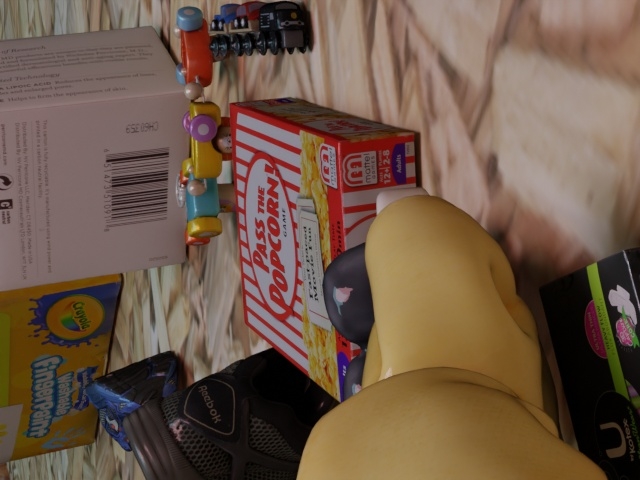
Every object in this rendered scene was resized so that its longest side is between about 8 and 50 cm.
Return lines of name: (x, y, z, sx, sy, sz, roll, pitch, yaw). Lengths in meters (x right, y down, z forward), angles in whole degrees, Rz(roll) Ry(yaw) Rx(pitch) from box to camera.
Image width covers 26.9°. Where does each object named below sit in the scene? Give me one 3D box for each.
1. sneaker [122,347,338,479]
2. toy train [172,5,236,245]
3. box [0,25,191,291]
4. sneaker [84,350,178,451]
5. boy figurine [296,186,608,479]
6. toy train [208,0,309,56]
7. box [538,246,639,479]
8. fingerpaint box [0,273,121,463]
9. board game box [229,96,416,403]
sneaker: (-0.026, 0.142, 0.868, 0.087, 0.130, 0.227, 61, 180, 35)
toy train: (-0.079, -0.079, 0.972, 0.125, 0.046, 0.166, -107, 17, -51)
box: (-0.212, -0.071, 1.137, 0.119, 0.182, 0.181, -122, 30, -48)
sneaker: (-0.173, 0.162, 1.308, 0.087, 0.083, 0.221, 67, 165, 2)
boy figurine: (0.043, 0.073, 0.473, 0.285, 0.092, 0.177, -72, -28, -79)
toy train: (-0.043, -0.137, 0.864, 0.158, 0.027, 0.036, -162, 69, -68)
box: (0.117, 0.045, 0.444, 0.062, 0.052, 0.083, 140, 118, -67)
fingerpaint box: (-0.455, 0.127, 1.625, 0.444, 0.371, 0.163, 110, 145, -55)
board game box: (0.000, 0.000, 0.768, 0.193, 0.045, 0.146, -152, 56, -67)
